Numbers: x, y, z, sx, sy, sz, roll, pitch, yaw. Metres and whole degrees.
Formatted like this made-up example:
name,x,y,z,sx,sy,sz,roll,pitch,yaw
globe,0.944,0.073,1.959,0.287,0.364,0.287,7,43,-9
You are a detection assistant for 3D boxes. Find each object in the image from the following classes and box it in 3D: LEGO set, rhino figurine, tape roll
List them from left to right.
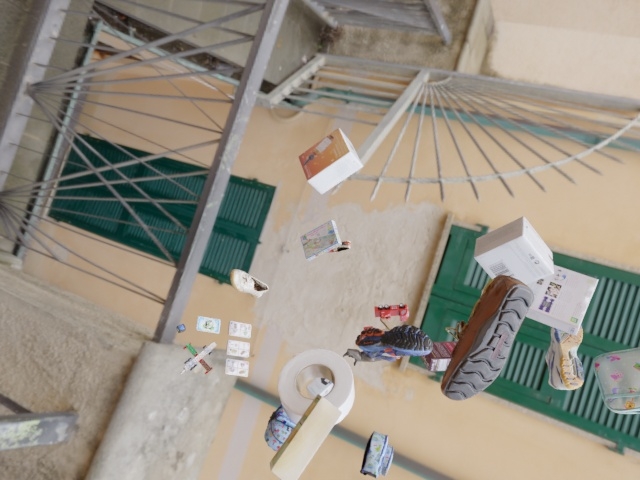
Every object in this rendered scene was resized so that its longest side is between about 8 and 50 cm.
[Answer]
name,x,y,z,sx,sy,sz,roll,pitch,yaw
LEGO set,-0.353,0.346,1.485,0.060,0.244,0.182,-46,-143,48
tape roll,-0.015,0.551,1.713,0.286,0.286,0.100,-55,149,-38
rhino figurine,0.207,0.452,1.846,0.073,0.243,0.106,-90,163,-51

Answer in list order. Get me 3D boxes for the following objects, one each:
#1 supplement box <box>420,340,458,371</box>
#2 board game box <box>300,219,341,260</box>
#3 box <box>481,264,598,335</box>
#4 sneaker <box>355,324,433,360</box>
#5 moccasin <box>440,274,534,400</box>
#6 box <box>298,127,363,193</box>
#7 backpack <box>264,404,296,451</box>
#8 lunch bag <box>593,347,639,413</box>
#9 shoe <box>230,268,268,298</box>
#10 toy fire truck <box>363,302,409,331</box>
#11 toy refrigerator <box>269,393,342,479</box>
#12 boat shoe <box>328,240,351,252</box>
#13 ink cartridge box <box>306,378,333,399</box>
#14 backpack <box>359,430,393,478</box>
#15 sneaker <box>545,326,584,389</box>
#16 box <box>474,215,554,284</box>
name,x,y,z,sx,sy,sz,roll,pitch,yaw
supplement box,0.574,0.512,2.025,0.130,0.239,0.073,-112,-154,-66
board game box,0.000,0.000,1.771,0.026,0.154,0.103,23,45,-54
box,0.768,0.173,1.610,0.232,0.322,0.058,-47,145,-30
sneaker,0.206,0.285,1.240,0.087,0.221,0.083,56,48,-29
moccasin,0.443,0.269,1.276,0.147,0.139,0.380,-137,-113,-75
box,0.031,-0.261,1.509,0.170,0.130,0.091,-33,141,16
backpack,-0.139,0.763,1.819,0.117,0.158,0.173,-57,180,11
lunch bag,1.143,0.501,1.616,0.108,0.279,0.224,37,45,-43
shoe,-0.241,0.144,1.552,0.219,0.058,0.076,51,27,-64
toy fire truck,0.271,0.330,1.873,0.047,0.192,0.135,80,7,-46
toy refrigerator,-0.051,0.637,1.479,0.269,0.094,0.102,-52,179,-14
boat shoe,0.087,0.038,2.254,0.049,0.137,0.043,50,33,-42
ink cartridge box,0.028,0.625,1.997,0.175,0.072,0.127,-38,149,-21
backpack,0.174,0.639,1.369,0.105,0.084,0.114,27,77,-78
sneaker,0.865,0.390,1.657,0.131,0.112,0.296,111,-5,-64
box,0.644,0.049,1.523,0.182,0.181,0.119,-33,-163,37
